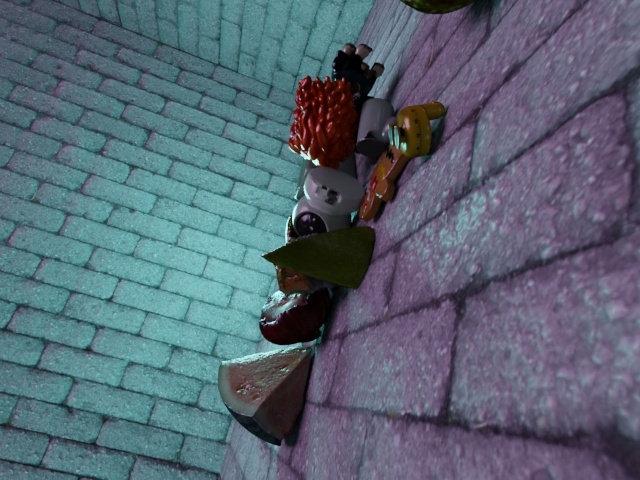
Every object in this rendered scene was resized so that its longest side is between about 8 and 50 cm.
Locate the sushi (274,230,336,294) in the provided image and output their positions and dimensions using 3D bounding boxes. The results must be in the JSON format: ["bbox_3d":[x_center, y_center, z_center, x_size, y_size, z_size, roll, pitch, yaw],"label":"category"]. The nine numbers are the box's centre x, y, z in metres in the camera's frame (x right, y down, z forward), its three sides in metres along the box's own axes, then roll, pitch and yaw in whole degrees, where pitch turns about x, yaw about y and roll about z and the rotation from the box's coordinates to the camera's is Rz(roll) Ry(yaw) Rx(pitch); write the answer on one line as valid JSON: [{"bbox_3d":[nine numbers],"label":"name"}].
[{"bbox_3d":[-0.032,0.061,1.156,0.274,0.184,0.139,-89,-10,-72],"label":"sushi"}]

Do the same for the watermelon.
[{"bbox_3d":[-0.173,0.432,1.200,0.283,0.250,0.293,167,119,-73],"label":"watermelon"}]

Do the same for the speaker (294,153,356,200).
[{"bbox_3d":[0.019,-0.264,1.593,0.406,0.184,0.183,-87,19,-59],"label":"speaker"}]

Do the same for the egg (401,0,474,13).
[{"bbox_3d":[0.241,-0.554,0.758,0.289,0.238,0.238,52,127,50],"label":"egg"}]

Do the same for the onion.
[{"bbox_3d":[-0.073,0.215,1.215,0.248,0.248,0.161,-99,-5,-70],"label":"onion"}]

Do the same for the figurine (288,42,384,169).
[{"bbox_3d":[0.064,-0.437,1.328,0.412,0.241,0.306,-50,-27,-28],"label":"figurine"}]

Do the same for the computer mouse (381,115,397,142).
[{"bbox_3d":[0.193,-0.289,1.075,0.066,0.039,0.096,-62,-16,6],"label":"computer mouse"}]

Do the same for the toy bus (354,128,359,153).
[{"bbox_3d":[0.072,-0.405,1.543,0.114,0.201,0.098,-76,6,-74],"label":"toy bus"}]

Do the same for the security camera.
[{"bbox_3d":[0.015,-0.089,1.283,0.194,0.194,0.236,-86,17,-56],"label":"security camera"}]

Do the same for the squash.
[{"bbox_3d":[0.000,0.000,0.996,0.093,0.252,0.169,133,154,-64],"label":"squash"}]

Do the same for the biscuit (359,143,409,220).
[{"bbox_3d":[0.155,-0.159,1.012,0.165,0.036,0.250,-95,28,-60],"label":"biscuit"}]

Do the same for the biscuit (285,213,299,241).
[{"bbox_3d":[-0.053,0.030,1.392,0.262,0.037,0.262,-15,-90,-69],"label":"biscuit"}]

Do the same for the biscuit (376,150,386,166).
[{"bbox_3d":[0.163,-0.180,1.119,0.071,0.018,0.147,127,159,-64],"label":"biscuit"}]

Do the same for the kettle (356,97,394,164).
[{"bbox_3d":[0.155,-0.326,1.213,0.127,0.098,0.148,141,143,-63],"label":"kettle"}]

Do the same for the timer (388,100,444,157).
[{"bbox_3d":[0.203,-0.226,0.837,0.107,0.109,0.107,-10,-90,-89],"label":"timer"}]
